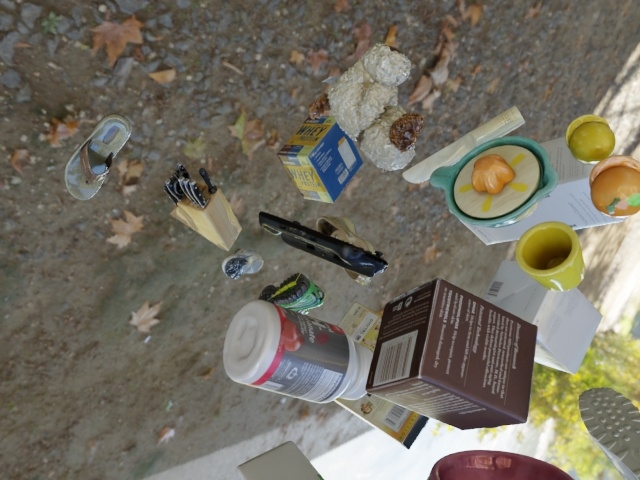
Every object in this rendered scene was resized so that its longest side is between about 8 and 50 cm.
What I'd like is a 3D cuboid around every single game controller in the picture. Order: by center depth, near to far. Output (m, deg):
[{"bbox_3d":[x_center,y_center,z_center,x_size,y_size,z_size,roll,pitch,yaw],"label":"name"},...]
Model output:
[{"bbox_3d":[0.000,0.000,1.373,0.166,0.319,0.067,38,77,-48],"label":"game controller"}]

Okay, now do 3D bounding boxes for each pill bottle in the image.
[{"bbox_3d":[-0.036,0.254,1.329,0.319,0.176,0.176,24,94,-34],"label":"pill bottle"}]

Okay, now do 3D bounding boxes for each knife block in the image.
[{"bbox_3d":[-0.311,-0.095,1.693,0.276,0.242,0.088,37,65,-19],"label":"knife block"}]

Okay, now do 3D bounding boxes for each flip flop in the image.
[{"bbox_3d":[-0.607,-0.221,1.663,0.112,0.080,0.277,28,113,-38],"label":"flip flop"}]

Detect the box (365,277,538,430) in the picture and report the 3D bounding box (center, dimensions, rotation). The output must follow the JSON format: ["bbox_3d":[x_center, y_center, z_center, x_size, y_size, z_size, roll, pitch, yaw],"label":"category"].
[{"bbox_3d":[0.211,0.192,0.992,0.168,0.203,0.166,-38,-150,57],"label":"box"}]

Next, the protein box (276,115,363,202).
[{"bbox_3d":[0.003,-0.266,1.977,0.199,0.136,0.201,-54,133,-26],"label":"protein box"}]

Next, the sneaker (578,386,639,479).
[{"bbox_3d":[0.480,0.331,0.948,0.090,0.235,0.094,-22,125,2],"label":"sneaker"}]

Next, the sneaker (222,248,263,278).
[{"bbox_3d":[-0.258,0.067,1.929,0.085,0.086,0.237,-53,167,10],"label":"sneaker"}]

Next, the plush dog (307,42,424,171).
[{"bbox_3d":[0.117,-0.251,1.298,0.211,0.225,0.262,-34,173,-7],"label":"plush dog"}]

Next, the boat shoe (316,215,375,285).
[{"bbox_3d":[0.062,0.021,1.649,0.098,0.302,0.109,11,116,-23],"label":"boat shoe"}]

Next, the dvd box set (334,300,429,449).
[{"bbox_3d":[0.177,0.384,1.820,0.307,0.421,0.062,-53,135,-16],"label":"dvd box set"}]

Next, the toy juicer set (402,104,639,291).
[{"bbox_3d":[0.250,-0.099,0.768,0.209,0.329,0.089,-45,131,4],"label":"toy juicer set"}]

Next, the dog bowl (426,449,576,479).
[{"bbox_3d":[0.425,0.622,1.419,0.408,0.408,0.150,-5,98,-58],"label":"dog bowl"}]

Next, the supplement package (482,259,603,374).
[{"bbox_3d":[0.620,0.216,1.735,0.263,0.198,0.199,39,74,-29],"label":"supplement package"}]

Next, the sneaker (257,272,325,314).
[{"bbox_3d":[-0.123,0.234,2.173,0.146,0.344,0.134,36,52,-26],"label":"sneaker"}]

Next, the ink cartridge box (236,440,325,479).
[{"bbox_3d":[-0.047,0.549,1.095,0.122,0.211,0.288,-17,122,-31],"label":"ink cartridge box"}]

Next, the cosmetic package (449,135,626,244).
[{"bbox_3d":[0.560,-0.126,1.595,0.217,0.385,0.156,34,56,-34],"label":"cosmetic package"}]
